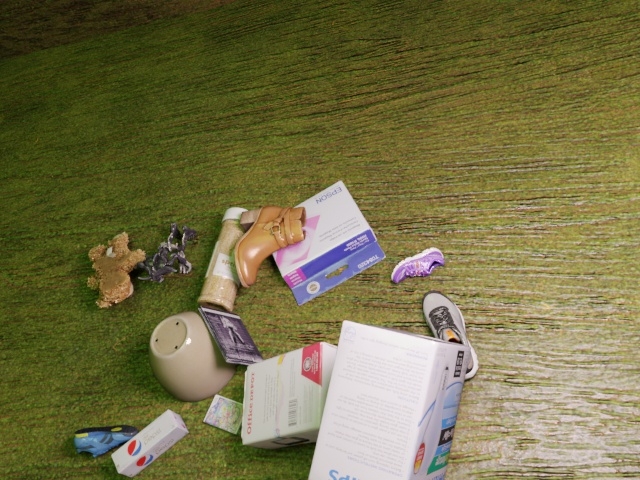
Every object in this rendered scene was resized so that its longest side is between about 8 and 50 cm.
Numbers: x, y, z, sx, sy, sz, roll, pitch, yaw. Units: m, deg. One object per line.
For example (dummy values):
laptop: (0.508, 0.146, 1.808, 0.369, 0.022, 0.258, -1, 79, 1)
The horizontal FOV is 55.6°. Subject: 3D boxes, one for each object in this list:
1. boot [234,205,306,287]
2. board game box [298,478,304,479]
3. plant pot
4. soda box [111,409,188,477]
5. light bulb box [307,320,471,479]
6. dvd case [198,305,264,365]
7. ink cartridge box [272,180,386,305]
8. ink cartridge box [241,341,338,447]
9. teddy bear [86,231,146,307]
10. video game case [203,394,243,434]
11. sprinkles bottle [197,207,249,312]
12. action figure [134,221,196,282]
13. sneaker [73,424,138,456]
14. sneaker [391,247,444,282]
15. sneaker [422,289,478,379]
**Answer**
boot: (-0.153, 0.014, 1.956, 0.220, 0.109, 0.283, -4, 57, 14)
board game box: (-0.034, 0.757, 1.543, 0.136, 0.030, 0.259, 8, 63, 24)
plant pot: (-0.418, 0.331, 1.872, 0.284, 0.191, 0.284, -11, 55, 16)
soda box: (-0.507, 0.604, 1.806, 0.216, 0.074, 0.069, -39, 53, -5)
light bulb box: (0.177, 0.395, 1.427, 0.226, 0.358, 0.360, 10, 84, 27)
dvd case: (-0.270, 0.294, 1.855, 0.018, 0.165, 0.221, -49, 51, 15)
ink cartridge box: (0.000, 0.000, 1.989, 0.324, 0.071, 0.330, -30, 51, 2)
ink cartridge box: (-0.064, 0.423, 1.628, 0.306, 0.131, 0.226, -26, 51, 40)
teddy bear: (-0.749, 0.108, 2.219, 0.245, 0.113, 0.338, -40, 45, -15)
video game case: (-0.281, 0.517, 1.808, 0.122, 0.011, 0.087, 11, 64, 28)
sprinkles bottle: (-0.309, 0.065, 2.040, 0.121, 0.121, 0.355, 0, 60, 23)
action figure: (-0.530, 0.067, 2.123, 0.164, 0.140, 0.275, 3, 45, 22)
sneaker: (-0.659, 0.621, 1.875, 0.210, 0.069, 0.082, -7, 90, 8)
sneaker: (0.291, 0.083, 1.817, 0.170, 0.068, 0.071, -28, 59, 3)
sneaker: (0.352, 0.243, 1.664, 0.100, 0.108, 0.271, -26, 52, 8)
